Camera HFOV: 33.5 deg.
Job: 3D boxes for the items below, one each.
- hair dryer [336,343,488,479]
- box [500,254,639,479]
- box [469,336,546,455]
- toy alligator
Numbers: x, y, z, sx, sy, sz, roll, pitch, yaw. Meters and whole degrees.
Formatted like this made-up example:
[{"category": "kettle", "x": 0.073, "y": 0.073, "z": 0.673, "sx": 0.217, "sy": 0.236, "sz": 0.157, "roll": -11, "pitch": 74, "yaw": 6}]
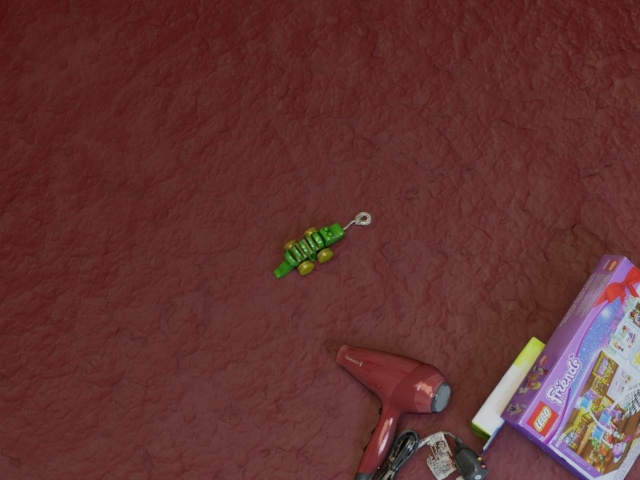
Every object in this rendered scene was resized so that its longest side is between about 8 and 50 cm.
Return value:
[{"category": "hair dryer", "x": 0.101, "y": 0.277, "z": 1.624, "sx": 0.223, "sy": 0.080, "sz": 0.293, "roll": -29, "pitch": 60, "yaw": 10}, {"category": "box", "x": 0.420, "y": 0.196, "z": 1.557, "sx": 0.201, "sy": 0.057, "sz": 0.293, "roll": 39, "pitch": 79, "yaw": -18}, {"category": "box", "x": 0.280, "y": 0.235, "z": 1.596, "sx": 0.042, "sy": 0.109, "sz": 0.178, "roll": 36, "pitch": 80, "yaw": 16}, {"category": "toy alligator", "x": 0.000, "y": 0.000, "z": 1.761, "sx": 0.189, "sy": 0.051, "sz": 0.056, "roll": -33, "pitch": 69, "yaw": -2}]
